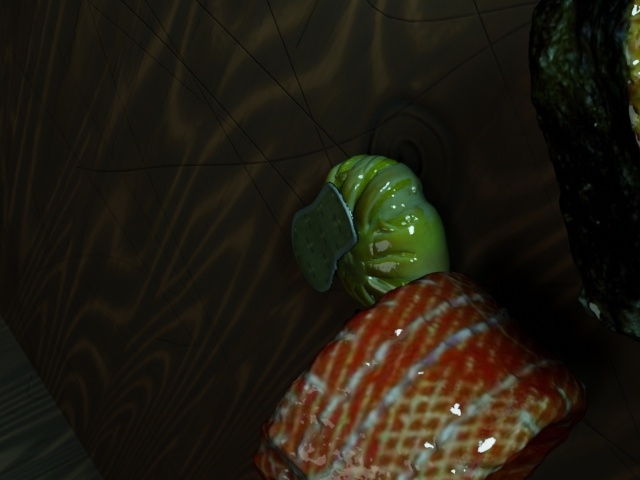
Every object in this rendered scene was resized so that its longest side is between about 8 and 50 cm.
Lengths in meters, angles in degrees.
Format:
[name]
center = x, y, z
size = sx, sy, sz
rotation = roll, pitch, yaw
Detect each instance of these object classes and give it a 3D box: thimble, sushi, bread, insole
[thimble]
center = 0.113, 0.209, 1.239
size = 0.230, 0.350, 0.350
rotation = 45, 143, 22
[sushi]
center = 0.304, -0.076, 0.839
size = 0.349, 0.234, 0.207
rotation = 67, 164, -16
[bread]
center = 0.067, -0.001, 1.378
size = 0.213, 0.104, 0.213
rotation = 37, 142, 36
[insole]
center = 0.000, 0.000, 1.383
size = 0.109, 0.007, 0.322
rotation = 63, 165, 7

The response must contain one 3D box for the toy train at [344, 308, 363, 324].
[toy train]
center = 0.061, 0.176, 1.527
size = 0.127, 0.089, 0.219
rotation = 49, 147, 39
